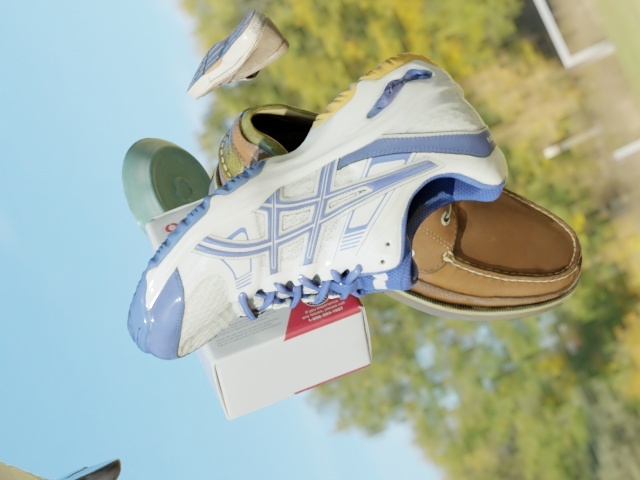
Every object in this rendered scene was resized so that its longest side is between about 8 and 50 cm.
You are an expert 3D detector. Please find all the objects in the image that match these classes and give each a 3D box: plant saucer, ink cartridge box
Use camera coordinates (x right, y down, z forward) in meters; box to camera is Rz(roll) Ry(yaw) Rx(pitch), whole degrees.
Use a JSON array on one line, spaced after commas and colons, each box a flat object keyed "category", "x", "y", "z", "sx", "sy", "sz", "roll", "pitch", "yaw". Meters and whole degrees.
[{"category": "plant saucer", "x": -0.131, "y": -0.043, "z": 1.806, "sx": 0.119, "sy": 0.021, "sz": 0.119, "roll": 31, "pitch": -134, "yaw": -38}, {"category": "ink cartridge box", "x": -0.050, "y": 0.041, "z": 1.586, "sx": 0.072, "sy": 0.127, "sz": 0.175, "roll": 79, "pitch": 167, "yaw": -45}]

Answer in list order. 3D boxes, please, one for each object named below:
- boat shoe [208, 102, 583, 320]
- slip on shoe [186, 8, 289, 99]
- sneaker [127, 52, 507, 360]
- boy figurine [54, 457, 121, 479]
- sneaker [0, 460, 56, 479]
[{"category": "boat shoe", "x": 0.068, "y": -0.023, "z": 1.531, "sx": 0.104, "sy": 0.307, "sz": 0.111, "roll": 115, "pitch": 166, "yaw": -53}, {"category": "slip on shoe", "x": -0.072, "y": -0.151, "z": 1.691, "sx": 0.041, "sy": 0.135, "sz": 0.051, "roll": 32, "pitch": -126, "yaw": -15}, {"category": "sneaker", "x": 0.000, "y": 0.000, "z": 1.400, "sx": 0.131, "sy": 0.296, "sz": 0.112, "roll": 49, "pitch": 179, "yaw": 14}, {"category": "boy figurine", "x": -0.168, "y": 0.335, "z": 1.729, "sx": 0.092, "sy": 0.177, "sz": 0.285, "roll": -25, "pitch": -86, "yaw": -39}, {"category": "sneaker", "x": -0.274, "y": 0.352, "z": 2.166, "sx": 0.169, "sy": 0.108, "sz": 0.292, "roll": 19, "pitch": -155, "yaw": -36}]
